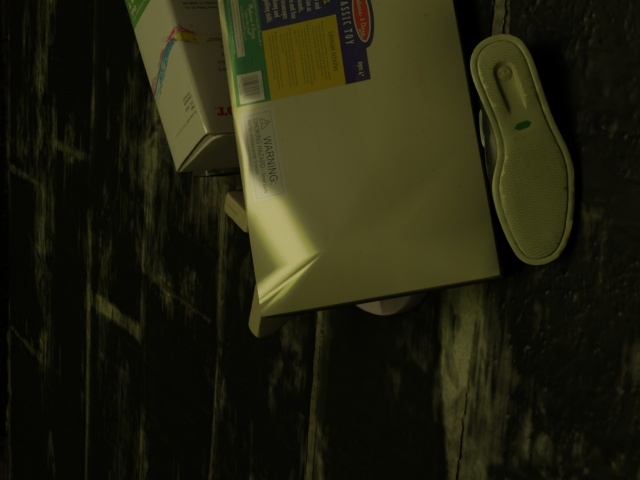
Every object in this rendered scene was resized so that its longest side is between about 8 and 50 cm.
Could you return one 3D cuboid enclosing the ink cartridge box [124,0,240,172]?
[{"bbox_3d":[-0.119,-0.239,1.498,0.117,0.201,0.278,-40,63,52],"label":"ink cartridge box"}]

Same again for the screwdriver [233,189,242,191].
[{"bbox_3d":[-0.104,-0.001,1.763,0.025,0.024,0.169,83,168,-76],"label":"screwdriver"}]

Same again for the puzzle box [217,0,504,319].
[{"bbox_3d":[0.040,-0.133,1.279,0.052,0.272,0.408,24,-123,-73],"label":"puzzle box"}]

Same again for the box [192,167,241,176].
[{"bbox_3d":[-0.152,-0.189,1.737,0.231,0.056,0.183,-177,85,-72],"label":"box"}]

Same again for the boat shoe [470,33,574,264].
[{"bbox_3d":[0.208,-0.092,1.163,0.079,0.084,0.233,-7,-95,-82],"label":"boat shoe"}]

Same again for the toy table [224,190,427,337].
[{"bbox_3d":[0.000,0.000,1.434,0.274,0.161,0.252,28,118,55],"label":"toy table"}]
